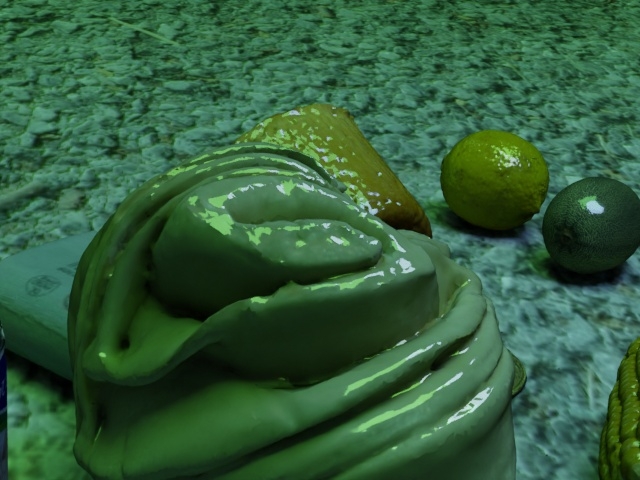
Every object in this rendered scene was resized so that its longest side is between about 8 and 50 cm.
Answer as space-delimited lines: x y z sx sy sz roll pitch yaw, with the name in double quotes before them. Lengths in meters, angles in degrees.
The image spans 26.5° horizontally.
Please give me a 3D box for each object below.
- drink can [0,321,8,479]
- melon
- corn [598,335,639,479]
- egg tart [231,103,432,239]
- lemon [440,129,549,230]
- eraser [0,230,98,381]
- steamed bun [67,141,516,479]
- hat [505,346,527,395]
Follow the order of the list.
"drink can" -0.197 0.151 0.654 0.097 0.235 0.097 5 21 -2
"melon" 0.279 -0.016 1.380 0.098 0.098 0.131 22 21 35
"corn" 0.256 0.142 0.962 0.119 0.119 0.322 9 17 8
"egg tart" 0.000 0.000 1.181 0.203 0.202 0.147 -13 43 -39
"lemon" 0.186 -0.066 1.471 0.133 0.109 0.109 27 30 31
"eraser" -0.138 0.069 1.090 0.227 0.081 0.174 20 22 33
"steamed bun" -0.029 0.079 0.844 0.276 0.289 0.203 -27 -19 7
"hat" 0.106 0.077 1.145 0.146 0.067 0.146 5 21 -2
